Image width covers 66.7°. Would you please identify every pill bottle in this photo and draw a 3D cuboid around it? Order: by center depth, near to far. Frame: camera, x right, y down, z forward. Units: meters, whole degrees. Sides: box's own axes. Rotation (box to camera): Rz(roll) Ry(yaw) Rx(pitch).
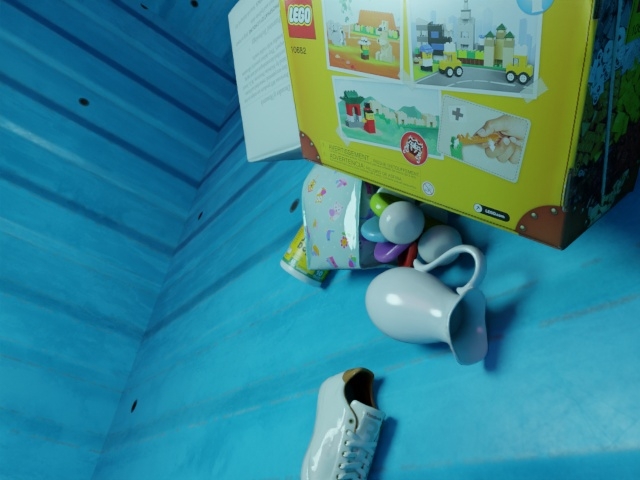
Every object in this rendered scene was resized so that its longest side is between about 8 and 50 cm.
[{"bbox_3d":[0.000,0.000,1.199,0.208,0.118,0.117,-59,27,2],"label":"pill bottle"}]

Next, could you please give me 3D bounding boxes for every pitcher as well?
[{"bbox_3d":[0.174,0.087,0.791,0.207,0.126,0.177,11,89,56],"label":"pitcher"}]

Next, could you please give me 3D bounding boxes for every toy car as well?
[{"bbox_3d":[0.154,-0.011,0.877,0.136,0.182,0.159,-55,15,23],"label":"toy car"}]

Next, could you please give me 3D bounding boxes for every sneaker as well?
[{"bbox_3d":[0.045,0.338,0.798,0.123,0.106,0.290,-42,30,37],"label":"sneaker"}]

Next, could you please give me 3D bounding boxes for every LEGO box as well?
[{"bbox_3d":[0.171,-0.260,0.684,0.193,0.372,0.500,-30,39,-30],"label":"LEGO box"}]

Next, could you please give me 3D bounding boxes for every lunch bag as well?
[{"bbox_3d":[0.070,-0.068,1.033,0.223,0.160,0.262,-8,83,58],"label":"lunch bag"}]

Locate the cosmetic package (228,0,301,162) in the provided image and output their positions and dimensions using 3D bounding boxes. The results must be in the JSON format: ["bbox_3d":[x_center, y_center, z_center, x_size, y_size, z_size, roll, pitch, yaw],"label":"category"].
[{"bbox_3d":[-0.002,-0.418,1.214,0.327,0.330,0.393,0,99,60],"label":"cosmetic package"}]
